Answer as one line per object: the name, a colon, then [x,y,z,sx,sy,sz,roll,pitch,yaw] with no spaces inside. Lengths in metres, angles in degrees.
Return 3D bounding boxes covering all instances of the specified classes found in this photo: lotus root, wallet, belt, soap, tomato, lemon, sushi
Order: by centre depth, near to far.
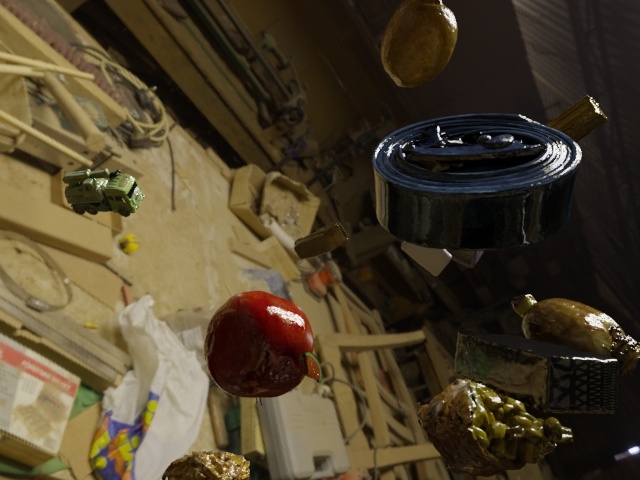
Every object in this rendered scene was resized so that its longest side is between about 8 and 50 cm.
belt: [0.146,-0.061,0.484,0.141,0.190,0.082,-79,164,-48]
sushi: [0.262,0.282,0.785,0.296,0.179,0.167,40,13,-46]
wallet: [0.223,0.023,1.073,0.122,0.061,0.025,37,-3,-31]
lotus root: [0.565,0.213,1.149,0.169,0.141,0.314,-2,22,-33]
lemon: [0.227,-0.462,1.186,0.170,0.207,0.170,18,34,-12]
soap: [0.676,-0.302,1.442,0.135,0.233,0.076,-2,59,-51]
tomato: [-0.187,0.325,1.571,0.293,0.325,0.290,27,1,-39]

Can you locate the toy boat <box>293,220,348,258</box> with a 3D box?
toy boat: [0.000,0.000,1.236,0.077,0.200,0.057,-40,101,-34]

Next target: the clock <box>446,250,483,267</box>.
clock: [0.471,-0.003,1.707,0.144,0.073,0.193,27,-23,27]

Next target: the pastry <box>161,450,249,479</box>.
pastry: [-0.268,0.575,1.222,0.102,0.154,0.250,47,1,35]

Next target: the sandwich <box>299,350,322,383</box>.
sandwich: [-0.029,0.357,1.448,0.101,0.026,0.069,45,41,-38]

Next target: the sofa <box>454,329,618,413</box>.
sofa: [0.156,0.096,0.384,0.118,0.060,0.039,175,-81,-75]

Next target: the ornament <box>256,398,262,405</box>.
ornament: [-0.231,0.531,1.837,0.073,0.028,0.125,-122,-154,-50]

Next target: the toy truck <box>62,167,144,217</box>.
toy truck: [-0.496,-0.113,1.151,0.100,0.168,0.077,83,14,-47]
